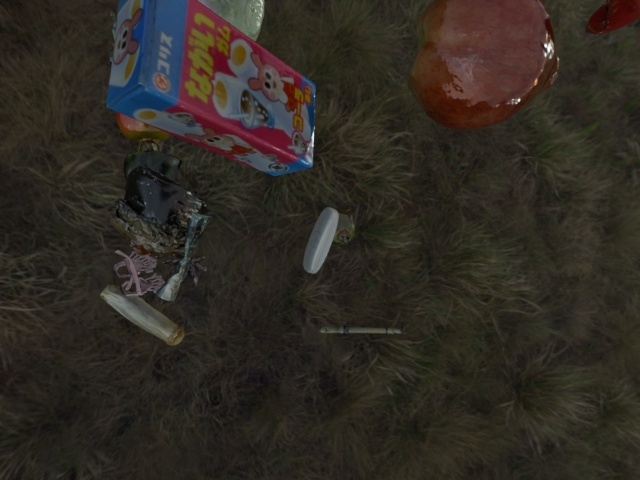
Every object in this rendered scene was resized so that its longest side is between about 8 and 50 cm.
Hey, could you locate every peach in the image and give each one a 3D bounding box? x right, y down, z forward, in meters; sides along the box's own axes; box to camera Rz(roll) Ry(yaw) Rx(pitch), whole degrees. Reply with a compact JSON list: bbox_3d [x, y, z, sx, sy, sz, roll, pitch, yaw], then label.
[{"bbox_3d":[0.280,-0.299,0.695,0.257,0.232,0.232,13,72,1],"label":"peach"}]

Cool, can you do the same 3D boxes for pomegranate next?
[{"bbox_3d":[-0.714,-0.479,1.694,0.221,0.221,0.256,-3,87,-20],"label":"pomegranate"},{"bbox_3d":[0.075,-0.047,1.810,0.180,0.209,0.179,-7,118,-12],"label":"pomegranate"}]

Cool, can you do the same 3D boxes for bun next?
[{"bbox_3d":[-0.307,-0.639,1.130,0.187,0.293,0.292,-12,78,-63],"label":"bun"}]

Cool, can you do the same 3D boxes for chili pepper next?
[{"bbox_3d":[0.503,-0.389,0.683,0.050,0.191,0.059,-7,94,-5],"label":"chili pepper"}]

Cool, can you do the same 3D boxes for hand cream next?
[{"bbox_3d":[-0.351,0.045,1.042,0.052,0.075,0.247,22,92,-2],"label":"hand cream"}]

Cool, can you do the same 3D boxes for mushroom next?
[{"bbox_3d":[-0.683,0.286,1.598,0.351,0.123,0.094,34,69,-5],"label":"mushroom"}]

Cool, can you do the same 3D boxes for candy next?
[{"bbox_3d":[-0.136,-0.214,0.607,0.306,0.100,0.157,14,74,-52],"label":"candy"}]

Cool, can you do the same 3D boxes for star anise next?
[{"bbox_3d":[-0.406,0.071,1.270,0.141,0.042,0.140,21,45,-22],"label":"star anise"}]

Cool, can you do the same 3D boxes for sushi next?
[{"bbox_3d":[-0.446,-0.062,1.114,0.225,0.239,0.218,38,79,-45],"label":"sushi"}]

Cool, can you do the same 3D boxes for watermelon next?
[{"bbox_3d":[-0.595,-0.238,1.426,0.145,0.137,0.192,40,75,-33],"label":"watermelon"}]

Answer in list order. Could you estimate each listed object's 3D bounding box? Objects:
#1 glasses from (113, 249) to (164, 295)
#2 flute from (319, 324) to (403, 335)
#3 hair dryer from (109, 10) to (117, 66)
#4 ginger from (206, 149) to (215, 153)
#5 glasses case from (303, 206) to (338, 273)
[{"bbox_3d":[-0.707,0.111,1.614,0.162,0.095,0.255,-11,50,-36],"label":"glasses"},{"bbox_3d":[0.113,0.250,1.156,0.233,0.027,0.027,0,76,8],"label":"flute"},{"bbox_3d":[-0.668,-0.668,1.389,0.101,0.197,0.056,1,57,-9],"label":"hair dryer"},{"bbox_3d":[-0.335,-0.407,1.545,0.245,0.155,0.304,4,32,-14],"label":"ginger"},{"bbox_3d":[0.000,0.000,1.399,0.059,0.092,0.233,17,102,-26],"label":"glasses case"}]
